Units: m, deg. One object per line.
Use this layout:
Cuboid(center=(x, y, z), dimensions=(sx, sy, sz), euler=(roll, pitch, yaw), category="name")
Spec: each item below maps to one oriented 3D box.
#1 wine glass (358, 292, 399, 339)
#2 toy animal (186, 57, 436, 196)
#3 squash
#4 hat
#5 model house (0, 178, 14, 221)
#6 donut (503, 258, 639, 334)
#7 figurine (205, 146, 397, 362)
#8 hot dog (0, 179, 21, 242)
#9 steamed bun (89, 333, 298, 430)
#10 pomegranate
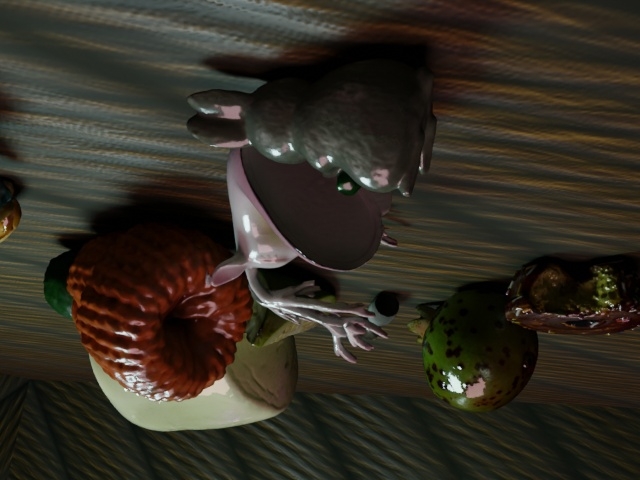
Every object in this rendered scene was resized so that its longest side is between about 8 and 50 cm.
Cuboid(center=(0.120, 0.159, 1.403), dimensions=(0.066, 0.066, 0.198), euler=(7, 158, -5), category="wine glass")
Cuboid(center=(-0.003, -0.118, 0.627), dimensions=(0.236, 0.138, 0.108), euler=(22, -152, 22), category="toy animal")
Cuboid(center=(-0.033, 0.139, 1.270), dimensions=(0.288, 0.111, 0.203), euler=(29, -165, -39), category="squash")
Cuboid(center=(-0.308, 0.069, 1.098), dimensions=(0.400, 0.285, 0.285), euler=(29, 178, 37), category="hat")
Cuboid(center=(-0.478, -0.079, 0.757), dimensions=(0.253, 0.185, 0.291), euler=(-10, 170, 20), category="model house")
Cuboid(center=(0.424, 0.095, 1.094), dimensions=(0.230, 0.096, 0.216), euler=(-8, 159, 33), category="donut")
Cuboid(center=(-0.008, 0.011, 0.827), dimensions=(0.284, 0.207, 0.315), euler=(21, 162, -12), category="figurine")
Cuboid(center=(-0.524, -0.033, 1.003), dimensions=(0.100, 0.068, 0.249), euler=(36, 144, -32), category="hot dog")
Cuboid(center=(-0.248, 0.266, 1.441), dimensions=(0.371, 0.290, 0.456), euler=(-5, 158, 20), category="steamed bun")
Cuboid(center=(0.278, 0.217, 1.273), dimensions=(0.230, 0.231, 0.286), euler=(15, 157, -27), category="pomegranate")
